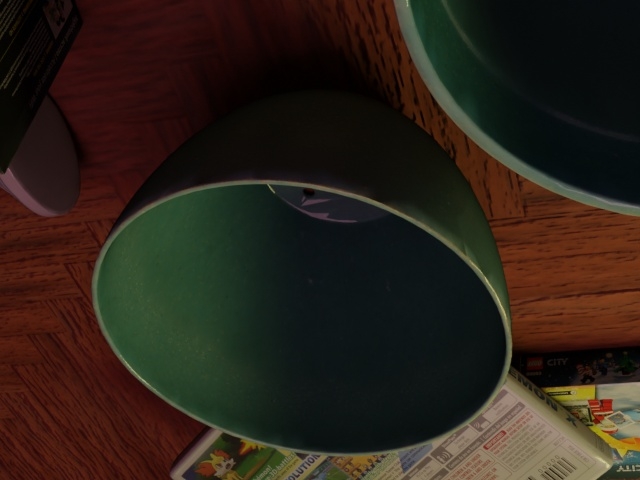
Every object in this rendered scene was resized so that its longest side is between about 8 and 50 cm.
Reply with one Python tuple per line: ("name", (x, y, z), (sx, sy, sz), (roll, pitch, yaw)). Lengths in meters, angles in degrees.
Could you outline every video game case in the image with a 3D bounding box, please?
("video game case", (0.059, 0.216, 0.950), (0.300, 0.036, 0.329), (39, 116, -7))

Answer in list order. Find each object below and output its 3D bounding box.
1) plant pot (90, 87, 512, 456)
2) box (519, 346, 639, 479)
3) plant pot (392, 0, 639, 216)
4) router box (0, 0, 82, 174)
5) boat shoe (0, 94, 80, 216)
("plant pot", (0.000, 0.000, 0.731), (0.290, 0.195, 0.290), (7, 136, 7))
("box", (0.322, 0.168, 0.936), (0.233, 0.044, 0.159), (-6, 133, 19))
("plant pot", (0.179, -0.192, 0.449), (0.271, 0.255, 0.272), (6, 136, 6))
("router box", (-0.224, -0.149, 0.643), (0.046, 0.179, 0.133), (-2, 134, 13))
("boat shoe", (-0.281, -0.110, 0.780), (0.081, 0.079, 0.227), (-8, 128, 33))
